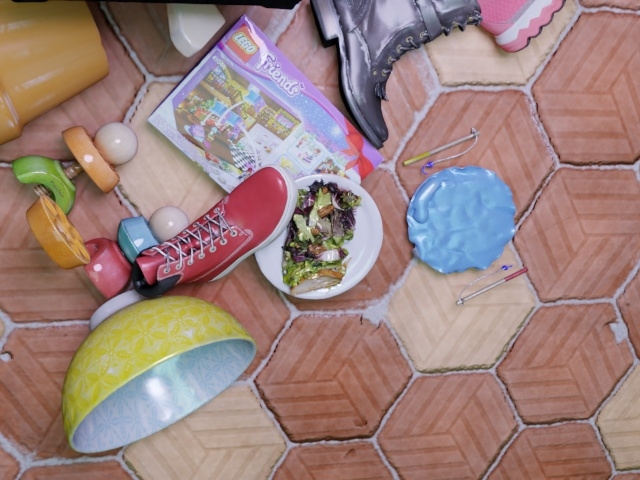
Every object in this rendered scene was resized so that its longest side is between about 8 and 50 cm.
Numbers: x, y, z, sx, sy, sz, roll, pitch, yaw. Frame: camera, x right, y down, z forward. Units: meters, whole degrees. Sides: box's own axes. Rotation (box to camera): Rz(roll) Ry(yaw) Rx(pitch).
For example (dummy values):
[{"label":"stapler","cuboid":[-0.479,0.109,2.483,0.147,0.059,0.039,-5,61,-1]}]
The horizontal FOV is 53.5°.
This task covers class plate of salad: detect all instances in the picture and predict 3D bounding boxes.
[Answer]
[{"label":"plate of salad","cuboid":[0.000,0.000,0.947,0.199,0.048,0.200,-4,110,-10]}]

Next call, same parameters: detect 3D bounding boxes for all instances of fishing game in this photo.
[{"label":"fishing game","cuboid":[0.230,-0.032,1.047,0.189,0.041,0.264,-27,101,-2]}]

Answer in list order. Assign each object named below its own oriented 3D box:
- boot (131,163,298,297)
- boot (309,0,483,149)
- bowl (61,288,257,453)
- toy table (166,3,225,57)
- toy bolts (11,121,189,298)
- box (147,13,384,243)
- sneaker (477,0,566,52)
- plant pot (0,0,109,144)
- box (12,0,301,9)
[{"label":"boot","cuboid":[-0.150,-0.007,0.859,0.244,0.176,0.088,-43,75,31]},{"label":"boot","cuboid":[0.125,-0.285,0.914,0.228,0.091,0.263,-21,107,1]},{"label":"bowl","cuboid":[-0.255,0.165,0.931,0.289,0.289,0.156,-36,69,1]},{"label":"toy table","cuboid":[-0.153,-0.354,0.782,0.161,0.252,0.274,47,62,-23]},{"label":"toy bolts","cuboid":[-0.280,-0.036,0.875,0.158,0.218,0.229,-32,128,-7]},{"label":"box","cuboid":[-0.076,-0.152,0.941,0.201,0.057,0.293,-45,109,6]},{"label":"sneaker","cuboid":[0.307,-0.395,0.849,0.136,0.116,0.314,33,139,-7]},{"label":"plant pot","cuboid":[-0.379,-0.239,0.795,0.187,0.205,0.205,-25,110,-19]},{"label":"box","cuboid":[-0.145,-0.429,0.548,0.293,0.212,0.396,-6,97,-20]}]
